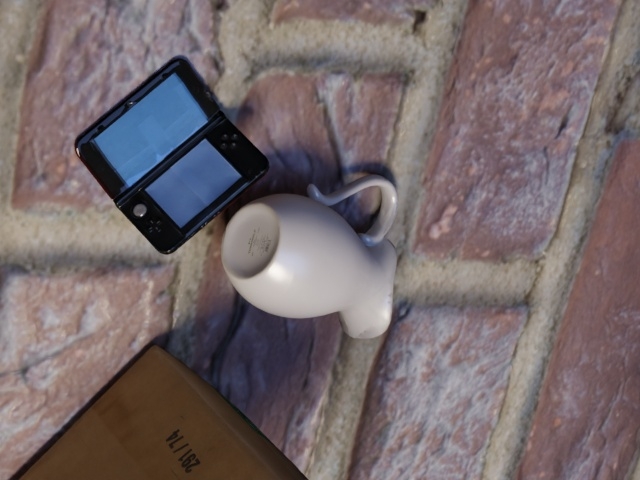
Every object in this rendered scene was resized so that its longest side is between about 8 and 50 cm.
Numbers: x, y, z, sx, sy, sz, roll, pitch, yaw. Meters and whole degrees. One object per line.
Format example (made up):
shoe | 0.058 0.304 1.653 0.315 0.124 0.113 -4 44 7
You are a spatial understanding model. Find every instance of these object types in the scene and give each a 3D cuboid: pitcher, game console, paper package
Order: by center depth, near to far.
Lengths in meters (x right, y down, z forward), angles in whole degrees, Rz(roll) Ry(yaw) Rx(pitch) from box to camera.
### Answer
game console | -0.144 -0.082 1.752 0.144 0.124 0.085 -41 154 -8
paper package | -0.153 0.318 1.786 0.309 0.325 0.168 -45 130 -6
pitcher | 0.000 0.000 1.871 0.207 0.125 0.178 20 81 -48
